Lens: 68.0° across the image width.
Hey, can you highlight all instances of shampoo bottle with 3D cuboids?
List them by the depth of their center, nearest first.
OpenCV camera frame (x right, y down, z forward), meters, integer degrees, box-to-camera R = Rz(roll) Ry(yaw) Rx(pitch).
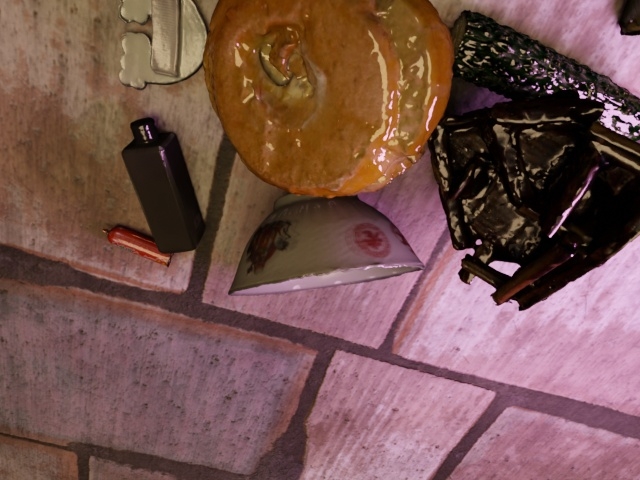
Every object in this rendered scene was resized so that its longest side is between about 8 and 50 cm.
[{"bbox_3d":[-0.282,-0.097,0.857,0.079,0.080,0.246,-5,123,6],"label":"shampoo bottle"}]

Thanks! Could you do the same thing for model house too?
[{"bbox_3d":[0.252,-0.071,0.669,0.282,0.317,0.297,42,105,11],"label":"model house"}]

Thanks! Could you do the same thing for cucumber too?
[{"bbox_3d":[0.357,-0.234,0.717,0.359,0.096,0.096,19,123,-9],"label":"cucumber"}]

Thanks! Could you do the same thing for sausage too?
[{"bbox_3d":[-0.366,0.008,0.951,0.145,0.050,0.048,24,117,-10],"label":"sausage"}]

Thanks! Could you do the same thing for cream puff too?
[{"bbox_3d":[0.014,-0.225,0.648,0.342,0.231,0.327,-12,109,31],"label":"cream puff"}]

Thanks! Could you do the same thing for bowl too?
[{"bbox_3d":[0.000,0.000,0.825,0.337,0.337,0.158,-10,81,10],"label":"bowl"}]

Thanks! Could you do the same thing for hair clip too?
[{"bbox_3d":[-0.240,-0.328,0.722,0.140,0.054,0.220,9,126,-8],"label":"hair clip"}]

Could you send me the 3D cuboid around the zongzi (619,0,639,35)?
[{"bbox_3d":[0.585,-0.422,0.514,0.362,0.319,0.384,14,105,-4],"label":"zongzi"}]
